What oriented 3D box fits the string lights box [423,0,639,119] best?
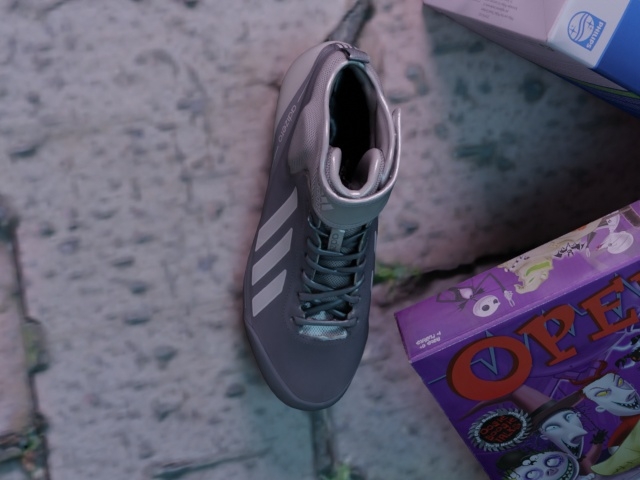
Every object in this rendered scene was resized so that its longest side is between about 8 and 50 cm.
[{"bbox_3d":[0.201,-0.101,0.876,0.260,0.133,0.076,23,96,-30],"label":"string lights box"}]

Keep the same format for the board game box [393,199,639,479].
[{"bbox_3d":[0.239,0.042,0.884,0.347,0.056,0.208,-26,128,11],"label":"board game box"}]

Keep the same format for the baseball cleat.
[{"bbox_3d":[0.000,0.000,0.824,0.072,0.109,0.205,-2,101,-11],"label":"baseball cleat"}]
